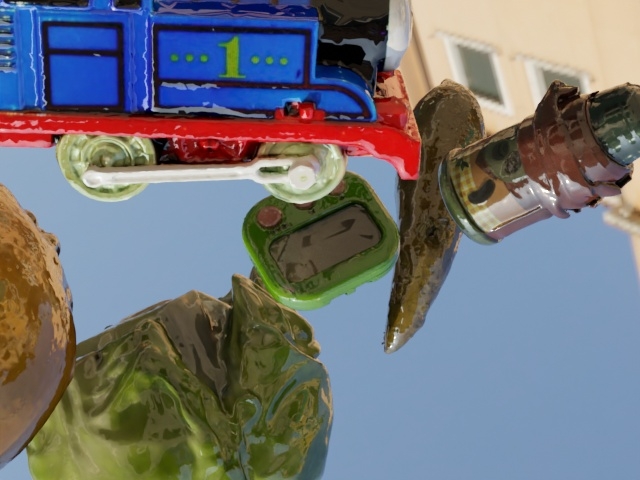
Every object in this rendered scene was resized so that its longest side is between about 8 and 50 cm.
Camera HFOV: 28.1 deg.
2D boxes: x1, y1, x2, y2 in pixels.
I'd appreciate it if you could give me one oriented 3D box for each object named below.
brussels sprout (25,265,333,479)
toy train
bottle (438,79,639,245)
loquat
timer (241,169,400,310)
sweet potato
[{"bbox_3d":[-0.181,0.263,1.770,0.425,0.361,0.342,-24,-179,-8],"label":"brussels sprout"},{"bbox_3d":[-0.056,-0.086,0.571,0.203,0.131,0.083,2,-149,-6],"label":"toy train"},{"bbox_3d":[0.282,-0.105,1.540,0.271,0.156,0.143,-27,-175,32],"label":"bottle"},{"bbox_3d":[-0.389,0.085,1.237,0.328,0.329,0.328,-14,-147,10],"label":"loquat"},{"bbox_3d":[0.000,0.000,1.240,0.140,0.047,0.128,-26,-119,-11],"label":"timer"},{"bbox_3d":[0.158,-0.046,1.835,0.130,0.130,0.423,3,-106,32],"label":"sweet potato"}]
